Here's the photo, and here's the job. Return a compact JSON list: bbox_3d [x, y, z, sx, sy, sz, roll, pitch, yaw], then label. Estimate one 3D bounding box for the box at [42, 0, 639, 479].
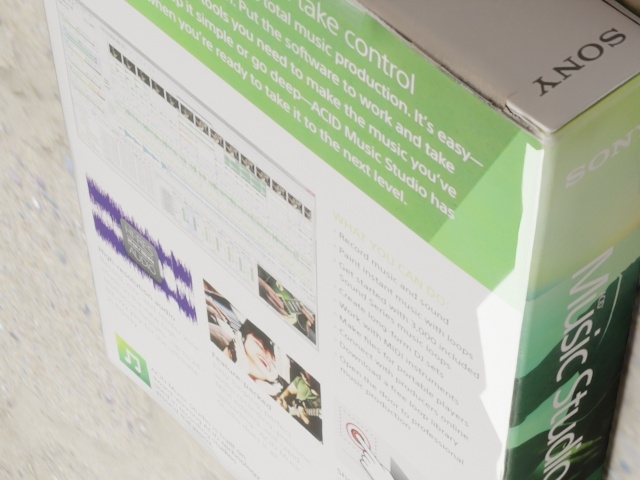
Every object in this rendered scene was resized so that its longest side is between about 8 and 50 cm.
[{"bbox_3d":[0.000,0.000,0.634,0.232,0.058,0.322,40,153,28],"label":"box"}]
